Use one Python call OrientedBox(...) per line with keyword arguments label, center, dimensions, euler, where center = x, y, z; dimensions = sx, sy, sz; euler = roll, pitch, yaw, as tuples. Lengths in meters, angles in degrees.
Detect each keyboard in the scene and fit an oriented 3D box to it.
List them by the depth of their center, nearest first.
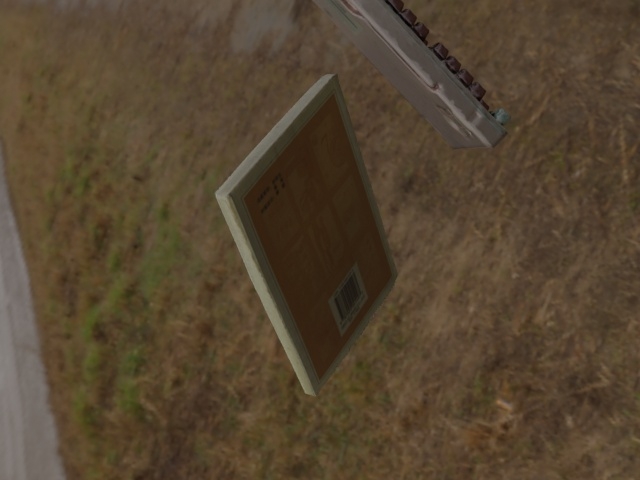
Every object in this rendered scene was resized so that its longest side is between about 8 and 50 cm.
OrientedBox(label="keyboard", center=(0.011, -0.099, 0.382), dimensions=(0.017, 0.166, 0.055), euler=(-46, 9, -3))

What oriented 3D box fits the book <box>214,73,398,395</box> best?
OrientedBox(label="book", center=(-0.001, 0.000, 0.848), dimensions=(0.018, 0.241, 0.170), euler=(11, 47, 34))
